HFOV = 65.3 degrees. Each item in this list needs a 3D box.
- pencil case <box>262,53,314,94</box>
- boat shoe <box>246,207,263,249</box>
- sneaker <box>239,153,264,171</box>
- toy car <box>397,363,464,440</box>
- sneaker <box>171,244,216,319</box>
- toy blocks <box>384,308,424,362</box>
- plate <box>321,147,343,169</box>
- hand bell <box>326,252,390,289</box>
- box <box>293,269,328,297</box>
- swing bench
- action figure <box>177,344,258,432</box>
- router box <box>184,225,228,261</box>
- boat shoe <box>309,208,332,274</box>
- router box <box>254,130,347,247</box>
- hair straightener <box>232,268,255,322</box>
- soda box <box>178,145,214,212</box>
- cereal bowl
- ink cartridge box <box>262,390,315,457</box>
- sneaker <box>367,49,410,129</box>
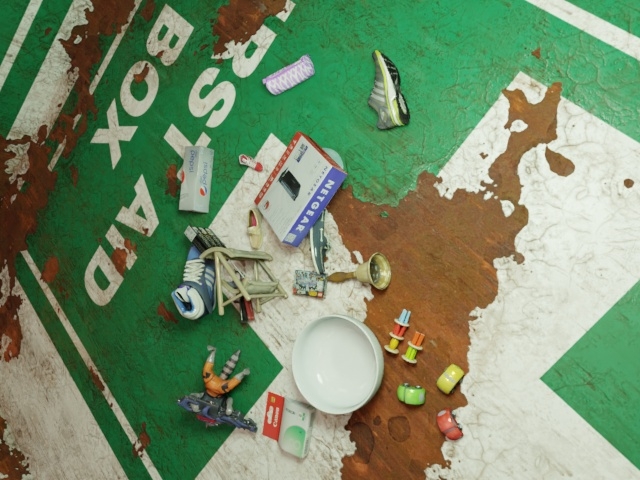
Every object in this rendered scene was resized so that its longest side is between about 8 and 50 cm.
[{"bbox_3d":[-0.122,-0.655,1.981,0.206,0.088,0.086,-22,73,28],"label":"pencil case"},{"bbox_3d":[-0.274,-0.049,2.036,0.063,0.059,0.170,-8,82,30],"label":"boat shoe"},{"bbox_3d":[-0.288,-0.319,2.063,0.118,0.067,0.042,34,103,28],"label":"sneaker"},{"bbox_3d":[0.349,0.515,1.620,0.224,0.053,0.239,0,86,31],"label":"toy car"},{"bbox_3d":[-0.521,0.162,2.049,0.130,0.236,0.323,-6,86,11],"label":"sneaker"},{"bbox_3d":[0.293,0.317,1.671,0.123,0.054,0.148,24,98,31],"label":"toy blocks"},{"bbox_3d":[0.001,-0.264,1.912,0.188,0.024,0.188,-3,84,32],"label":"plate"},{"bbox_3d":[0.116,0.121,1.780,0.242,0.126,0.126,-11,80,42],"label":"hand bell"},{"bbox_3d":[-0.038,0.164,1.896,0.137,0.027,0.094,4,89,31],"label":"box"},{"bbox_3d":[-0.291,0.137,1.919,0.165,0.253,0.255,-29,72,25],"label":"swing bench"},{"bbox_3d":[-0.378,0.626,2.020,0.341,0.178,0.330,25,107,3],"label":"action figure"},{"bbox_3d":[-0.473,0.014,2.106,0.179,0.133,0.046,45,108,26],"label":"router box"},{"bbox_3d":[0.000,0.000,1.850,0.079,0.095,0.255,-7,67,-1],"label":"boat shoe"},{"bbox_3d":[-0.085,-0.195,1.863,0.335,0.082,0.301,-56,42,16],"label":"router box"},{"bbox_3d":[-0.336,0.230,2.056,0.089,0.047,0.231,-25,74,27],"label":"hair straightener"},{"bbox_3d":[-0.546,-0.268,2.198,0.098,0.091,0.287,4,88,31],"label":"soda box"},{"bbox_3d":[0.073,0.422,1.742,0.338,0.141,0.339,-3,85,30],"label":"cereal bowl"},{"bbox_3d":[-0.135,0.693,1.896,0.224,0.056,0.181,9,90,29],"label":"ink cartridge box"},{"bbox_3d":[0.217,-0.530,1.761,0.121,0.111,0.300,-19,74,32],"label":"sneaker"}]
